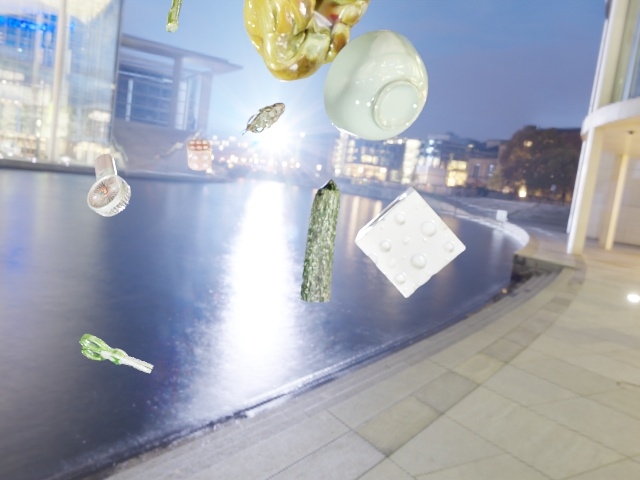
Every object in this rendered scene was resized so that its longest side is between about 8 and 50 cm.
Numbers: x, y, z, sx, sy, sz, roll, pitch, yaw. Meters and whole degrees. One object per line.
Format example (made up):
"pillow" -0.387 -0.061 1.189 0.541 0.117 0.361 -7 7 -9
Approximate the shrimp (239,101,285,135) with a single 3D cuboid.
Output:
"shrimp" -0.194 -0.405 1.803 0.190 0.075 0.073 -33 15 -18

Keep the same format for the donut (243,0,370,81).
"donut" -0.030 -0.567 1.311 0.170 0.360 0.360 45 23 24

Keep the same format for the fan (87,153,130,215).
"fan" -0.680 -0.184 1.706 0.130 0.244 0.074 -30 -34 6

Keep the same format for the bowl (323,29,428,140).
"bowl" 0.165 -0.371 1.368 0.289 0.289 0.146 4 33 -31

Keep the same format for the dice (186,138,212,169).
"dice" -0.469 -0.333 2.075 0.093 0.091 0.094 -5 48 -15

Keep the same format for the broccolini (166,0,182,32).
"broccolini" -0.421 -0.814 1.724 0.073 0.392 0.079 -7 -28 22

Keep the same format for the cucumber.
"cucumber" 0.000 0.000 1.553 0.096 0.360 0.096 5 12 -1

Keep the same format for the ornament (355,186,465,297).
"ornament" 0.282 -0.004 1.716 0.240 0.239 0.240 47 11 -1

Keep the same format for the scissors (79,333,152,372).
"scissors" -0.556 0.315 1.461 0.204 0.101 0.027 19 47 2
